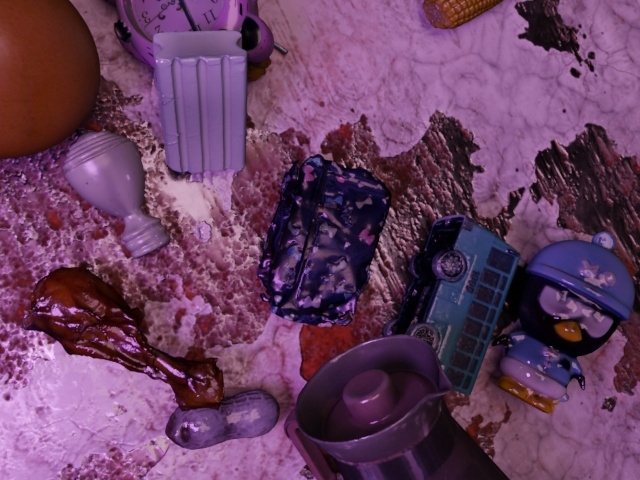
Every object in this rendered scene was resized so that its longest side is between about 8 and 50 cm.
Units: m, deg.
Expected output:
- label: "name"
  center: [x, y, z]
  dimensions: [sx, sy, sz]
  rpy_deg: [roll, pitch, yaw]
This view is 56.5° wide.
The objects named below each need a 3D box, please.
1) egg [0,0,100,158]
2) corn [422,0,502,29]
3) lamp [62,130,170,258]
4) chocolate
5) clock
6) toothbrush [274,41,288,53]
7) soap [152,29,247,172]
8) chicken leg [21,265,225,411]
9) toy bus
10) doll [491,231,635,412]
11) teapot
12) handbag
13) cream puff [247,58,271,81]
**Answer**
- label: "egg"
  center: [-0.444, -0.233, 0.746]
  dimensions: [0.323, 0.250, 0.250]
  rpy_deg: [12, 82, -4]
- label: "corn"
  center: [0.307, -0.466, 1.030]
  dimensions: [0.305, 0.106, 0.106]
  rpy_deg: [-37, 94, -9]
- label: "lamp"
  center: [-0.285, -0.067, 0.851]
  dimensions: [0.106, 0.106, 0.192]
  rpy_deg: [-32, 101, -14]
- label: "chocolate"
  center: [-0.141, 0.260, 0.869]
  dimensions: [0.167, 0.072, 0.072]
  rpy_deg: [-8, 87, -16]
- label: "clock"
  center: [-0.195, -0.345, 0.867]
  dimensions: [0.228, 0.090, 0.247]
  rpy_deg: [-26, 90, 12]
- label: "toothbrush"
  center: [-0.125, -0.346, 0.956]
  dimensions: [0.167, 0.011, 0.014]
  rpy_deg: [31, 84, -9]
- label: "soap"
  center: [-0.165, -0.189, 0.838]
  dimensions: [0.119, 0.198, 0.066]
  rpy_deg: [-6, 50, -13]
- label: "chicken leg"
  center: [-0.265, 0.146, 0.831]
  dimensions: [0.304, 0.093, 0.113]
  rpy_deg: [34, 88, -4]
- label: "toy bus"
  center: [0.207, 0.100, 0.941]
  dimensions: [0.147, 0.128, 0.255]
  rpy_deg: [25, 82, -12]
- label: "doll"
  center: [0.403, 0.124, 0.981]
  dimensions: [0.177, 0.141, 0.314]
  rpy_deg: [28, 84, 6]
- label: "teapot"
  center: [0.110, 0.324, 0.819]
  dimensions: [0.253, 0.300, 0.343]
  rpy_deg: [-47, 118, -48]
- label: "handbag"
  center: [0.000, 0.000, 0.907]
  dimensions: [0.162, 0.113, 0.260]
  rpy_deg: [19, 80, -18]
- label: "cream puff"
  center: [-0.115, -0.294, 0.935]
  dimensions: [0.083, 0.083, 0.058]
  rpy_deg: [35, 33, 2]
